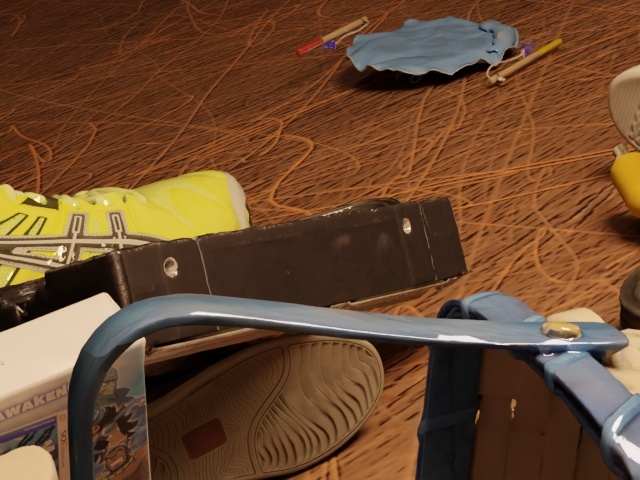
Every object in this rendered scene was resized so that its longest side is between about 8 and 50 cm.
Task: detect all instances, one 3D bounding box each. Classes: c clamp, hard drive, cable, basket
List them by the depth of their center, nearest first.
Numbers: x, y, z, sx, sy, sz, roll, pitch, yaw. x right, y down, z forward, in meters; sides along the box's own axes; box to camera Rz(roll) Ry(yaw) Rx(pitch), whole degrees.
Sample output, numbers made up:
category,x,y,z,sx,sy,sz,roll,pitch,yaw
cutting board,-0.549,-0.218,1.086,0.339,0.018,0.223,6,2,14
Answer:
category,x,y,z,sx,sy,sz,roll,pitch,yaw
basket,0.058,0.146,0.575,0.289,0.255,0.201,1,14,-20
hard drive,-0.092,0.041,1.077,0.237,0.064,0.339,-15,-2,34
cable,0.265,0.004,1.201,0.139,0.072,0.287,7,34,6
c clamp,0.000,0.000,1.407,0.161,0.022,0.137,-19,14,-14

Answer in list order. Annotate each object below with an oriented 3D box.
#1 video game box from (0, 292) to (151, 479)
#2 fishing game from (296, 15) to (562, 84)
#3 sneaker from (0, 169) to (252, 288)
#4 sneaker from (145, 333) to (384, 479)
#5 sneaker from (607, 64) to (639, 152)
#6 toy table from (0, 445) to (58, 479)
category,x,y,z,sx,sy,sz,roll,pitch,yaw
video game box,-0.178,0.138,0.845,0.205,0.187,0.048,-21,48,-25
fishing game,0.119,-0.201,1.894,0.264,0.041,0.189,10,28,32
sneaker,-0.201,0.014,1.283,0.145,0.147,0.385,1,22,46
sneaker,-0.079,0.099,1.058,0.222,0.083,0.118,-20,19,-19
sneaker,0.360,-0.110,1.361,0.256,0.094,0.151,9,32,28
toy table,-0.200,0.177,0.694,0.274,0.252,0.161,-10,31,-29
